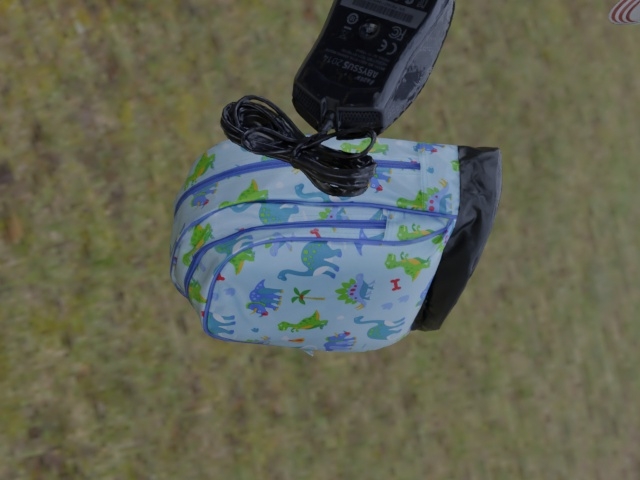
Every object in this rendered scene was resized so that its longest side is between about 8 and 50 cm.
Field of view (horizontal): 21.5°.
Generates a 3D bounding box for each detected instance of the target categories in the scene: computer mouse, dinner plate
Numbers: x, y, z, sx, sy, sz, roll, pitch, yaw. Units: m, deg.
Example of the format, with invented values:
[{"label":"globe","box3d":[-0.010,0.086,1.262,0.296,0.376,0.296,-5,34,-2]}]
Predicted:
[{"label":"computer mouse","box3d":[0.042,-0.172,1.660,0.272,0.188,0.072,-57,148,-8]},{"label":"dinner plate","box3d":[0.353,-0.243,1.669,0.017,0.141,0.141,63,33,-17]}]

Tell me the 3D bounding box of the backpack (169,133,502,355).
[{"label":"backpack","box3d":[0.000,0.000,1.981,0.356,0.290,0.273,18,54,-4]}]
